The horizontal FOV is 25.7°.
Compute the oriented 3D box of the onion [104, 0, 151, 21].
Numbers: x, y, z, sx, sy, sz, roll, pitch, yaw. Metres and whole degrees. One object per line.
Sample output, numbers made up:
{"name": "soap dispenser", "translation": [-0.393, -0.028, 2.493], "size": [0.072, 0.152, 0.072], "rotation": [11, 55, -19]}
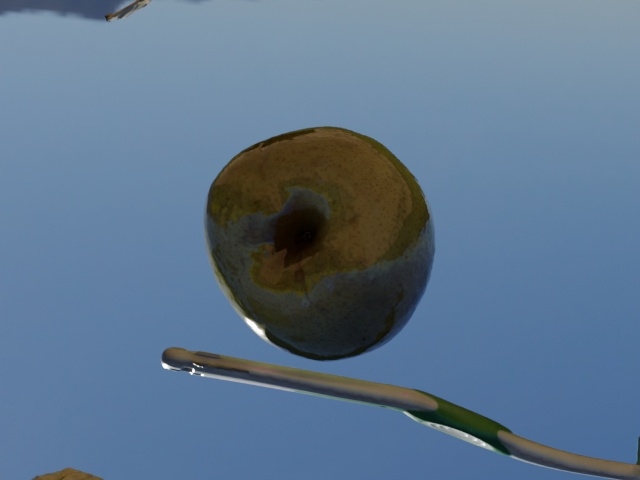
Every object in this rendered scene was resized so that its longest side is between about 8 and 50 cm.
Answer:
{"name": "onion", "translation": [-0.129, -0.420, 1.477], "size": [0.230, 0.272, 0.256], "rotation": [-15, -168, 47]}

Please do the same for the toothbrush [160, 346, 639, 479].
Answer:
{"name": "toothbrush", "translation": [0.090, 0.131, 1.009], "size": [0.417, 0.040, 0.042], "rotation": [11, 167, -8]}

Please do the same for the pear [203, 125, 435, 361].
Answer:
{"name": "pear", "translation": [0.000, 0.000, 0.987], "size": [0.167, 0.167, 0.136], "rotation": [11, -173, 18]}

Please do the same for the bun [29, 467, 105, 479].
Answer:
{"name": "bun", "translation": [-0.334, 0.354, 1.751], "size": [0.164, 0.111, 0.188], "rotation": [-32, -161, 7]}
